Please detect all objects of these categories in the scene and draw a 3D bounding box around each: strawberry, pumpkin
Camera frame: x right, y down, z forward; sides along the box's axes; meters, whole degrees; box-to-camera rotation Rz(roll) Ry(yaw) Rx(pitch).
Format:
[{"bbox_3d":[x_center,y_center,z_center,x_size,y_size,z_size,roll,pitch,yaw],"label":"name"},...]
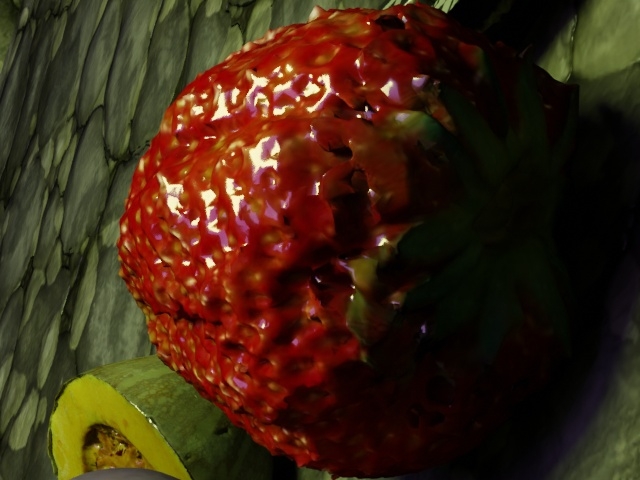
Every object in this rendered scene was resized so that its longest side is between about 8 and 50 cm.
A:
[{"bbox_3d":[0.000,0.000,1.015,0.288,0.238,0.250,-5,57,42],"label":"strawberry"},{"bbox_3d":[-0.100,0.171,1.305,0.110,0.217,0.217,-37,1,-32],"label":"pumpkin"}]

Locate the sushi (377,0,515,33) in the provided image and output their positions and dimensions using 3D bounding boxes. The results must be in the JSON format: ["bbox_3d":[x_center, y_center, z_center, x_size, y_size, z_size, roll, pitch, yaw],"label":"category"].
[{"bbox_3d":[0.103,-0.163,1.155,0.215,0.050,0.192,-45,15,35],"label":"sushi"}]

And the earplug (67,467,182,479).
[{"bbox_3d":[-0.183,0.299,1.249,0.456,0.215,0.215,129,150,-52],"label":"earplug"}]
